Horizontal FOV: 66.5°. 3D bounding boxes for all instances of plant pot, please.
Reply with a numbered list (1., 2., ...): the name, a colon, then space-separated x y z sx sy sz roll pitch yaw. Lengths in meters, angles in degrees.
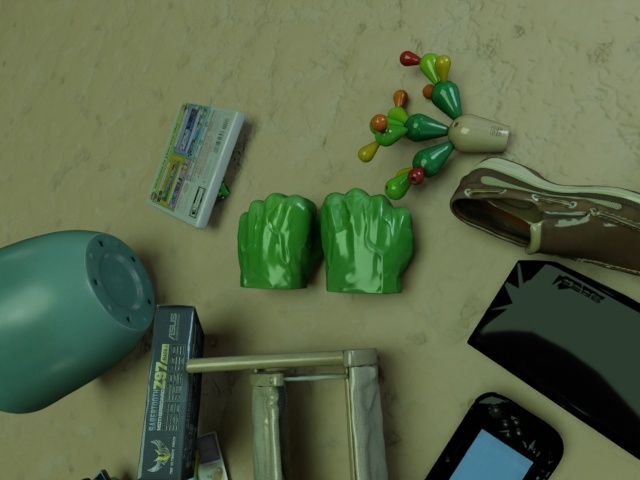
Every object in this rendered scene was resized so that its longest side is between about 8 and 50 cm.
1. plant pot: -0.439 0.116 0.848 0.235 0.293 0.293 -24 69 9

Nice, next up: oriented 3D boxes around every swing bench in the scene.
1. swing bench: -0.025 0.274 0.637 0.255 0.165 0.253 -8 76 24

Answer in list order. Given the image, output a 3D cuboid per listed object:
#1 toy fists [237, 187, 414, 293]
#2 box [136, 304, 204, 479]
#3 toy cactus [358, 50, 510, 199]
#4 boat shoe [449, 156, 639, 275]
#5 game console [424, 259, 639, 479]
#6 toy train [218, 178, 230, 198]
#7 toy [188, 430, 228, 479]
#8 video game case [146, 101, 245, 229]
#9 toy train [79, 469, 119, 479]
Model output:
1. toy fists: 0.000 0.000 0.709 0.279 0.096 0.142 0 89 29
2. box: -0.214 0.230 0.723 0.059 0.183 0.232 2 67 -9
3. toy cactus: 0.153 -0.155 0.640 0.181 0.112 0.219 12 66 16
4. boat shoe: 0.259 -0.011 0.534 0.095 0.095 0.257 -36 41 -27
5. game console: 0.234 0.214 0.540 0.213 0.044 0.361 33 105 27
6. toy train: -0.186 -0.112 0.883 0.024 0.017 0.083 -32 66 12
7. toy: -0.201 0.439 0.771 0.137 0.056 0.237 -25 69 26
8. video game case: -0.235 -0.144 0.896 0.193 0.023 0.212 22 93 42
9. toy train: -0.345 0.476 0.821 0.184 0.105 0.080 40 93 29
